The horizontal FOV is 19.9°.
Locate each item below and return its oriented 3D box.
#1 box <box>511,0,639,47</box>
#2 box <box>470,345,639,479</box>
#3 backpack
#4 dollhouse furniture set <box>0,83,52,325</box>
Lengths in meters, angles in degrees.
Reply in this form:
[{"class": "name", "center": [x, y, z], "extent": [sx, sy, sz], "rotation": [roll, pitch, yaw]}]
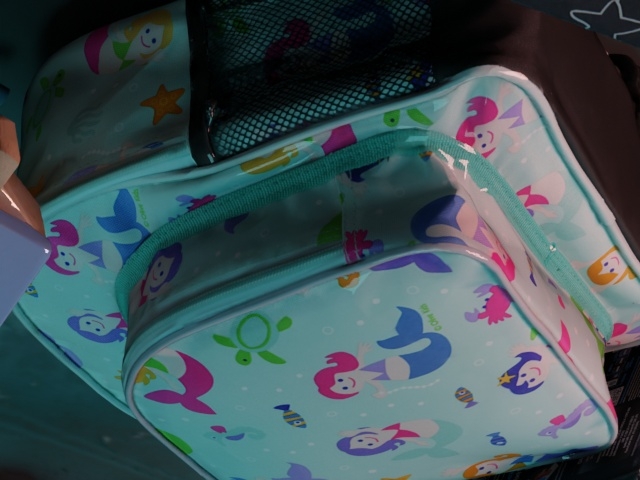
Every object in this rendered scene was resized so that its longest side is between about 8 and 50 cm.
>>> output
[{"class": "box", "center": [0.069, -0.176, 0.523], "extent": [0.247, 0.142, 0.163], "rotation": [16, 141, -22]}, {"class": "box", "center": [0.108, 0.092, 0.844], "extent": [0.175, 0.220, 0.051], "rotation": [-25, 104, 31]}, {"class": "backpack", "center": [0.000, 0.000, 0.746], "extent": [0.254, 0.191, 0.225], "rotation": [-11, 144, 24]}, {"class": "dollhouse furniture set", "center": [-0.265, -0.011, 0.730], "extent": [0.198, 0.286, 0.303], "rotation": [31, 107, -25]}]
